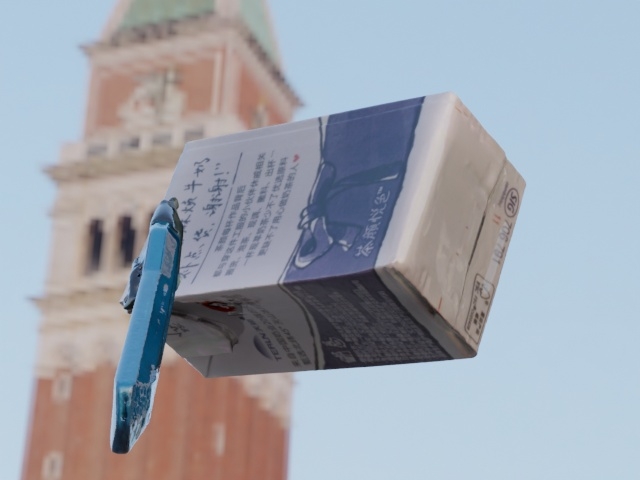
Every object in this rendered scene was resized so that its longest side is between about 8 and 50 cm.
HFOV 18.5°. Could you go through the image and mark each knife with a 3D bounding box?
[{"bbox_3d":[-0.081,0.032,0.912,0.026,0.044,0.296,11,14,-3],"label":"knife"}]

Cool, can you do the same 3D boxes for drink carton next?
[{"bbox_3d":[-0.001,0.001,1.217,0.222,0.134,0.102,-7,-38,37],"label":"drink carton"}]
